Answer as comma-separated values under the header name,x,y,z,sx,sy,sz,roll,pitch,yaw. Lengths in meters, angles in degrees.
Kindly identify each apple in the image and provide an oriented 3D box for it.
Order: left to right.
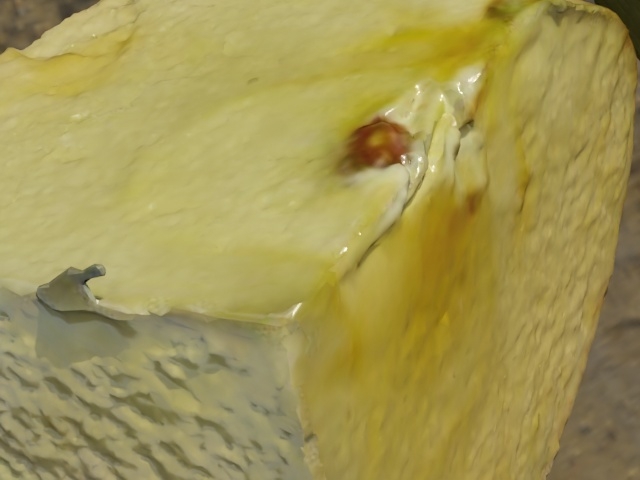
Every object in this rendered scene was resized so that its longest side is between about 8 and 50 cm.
name,x,y,z,sx,sy,sz,roll,pitch,yaw
apple,0.000,0.000,0.722,0.314,0.309,0.252,41,133,-4

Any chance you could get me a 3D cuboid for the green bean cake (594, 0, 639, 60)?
name,x,y,z,sx,sy,sz,roll,pitch,yaw
green bean cake,0.275,-0.140,1.046,0.124,0.236,0.233,-40,79,0
